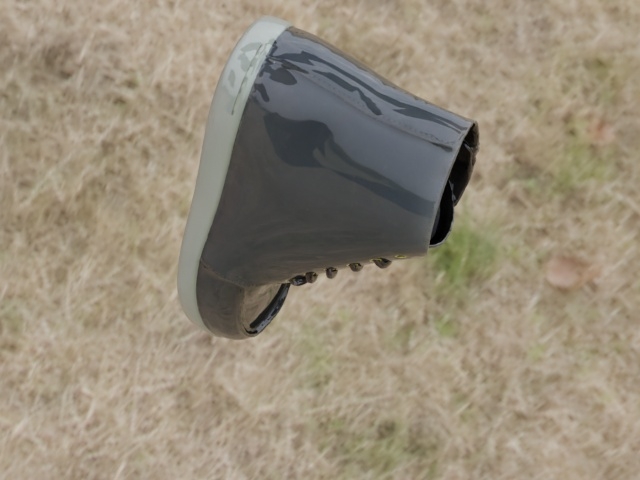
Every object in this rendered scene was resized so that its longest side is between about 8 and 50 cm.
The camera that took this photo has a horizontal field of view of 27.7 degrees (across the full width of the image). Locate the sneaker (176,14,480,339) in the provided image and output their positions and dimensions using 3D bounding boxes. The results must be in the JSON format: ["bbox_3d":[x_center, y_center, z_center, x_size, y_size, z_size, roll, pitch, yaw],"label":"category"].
[{"bbox_3d":[0.000,0.000,0.646,0.118,0.222,0.083,26,55,10],"label":"sneaker"}]
